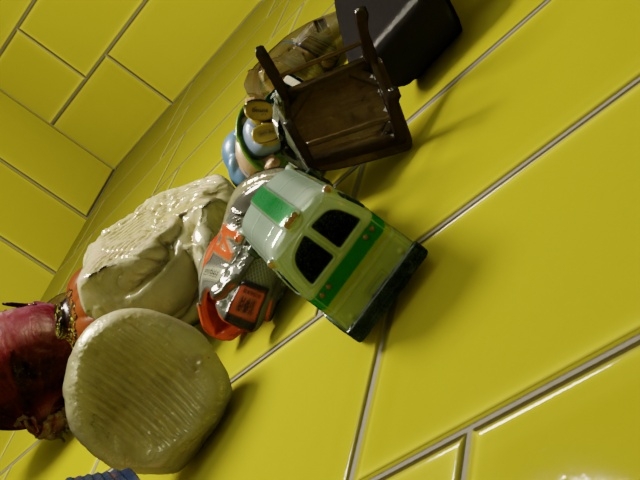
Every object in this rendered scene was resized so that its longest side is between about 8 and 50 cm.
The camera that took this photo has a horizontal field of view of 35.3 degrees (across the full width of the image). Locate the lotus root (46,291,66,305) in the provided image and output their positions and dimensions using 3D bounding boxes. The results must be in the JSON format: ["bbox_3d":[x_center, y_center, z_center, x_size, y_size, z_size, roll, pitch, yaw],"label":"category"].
[{"bbox_3d":[-0.638,0.244,2.425,0.275,0.152,0.160,-55,8,-10],"label":"lotus root"}]

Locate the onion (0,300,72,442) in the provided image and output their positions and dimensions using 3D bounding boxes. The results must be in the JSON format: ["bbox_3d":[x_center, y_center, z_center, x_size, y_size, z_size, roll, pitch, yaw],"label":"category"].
[{"bbox_3d":[-0.600,0.289,2.071,0.347,0.347,0.285,-45,63,27],"label":"onion"}]

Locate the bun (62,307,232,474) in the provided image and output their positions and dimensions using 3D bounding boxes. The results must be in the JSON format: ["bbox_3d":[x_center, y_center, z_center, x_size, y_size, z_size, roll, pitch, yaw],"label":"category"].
[{"bbox_3d":[-0.238,0.206,1.364,0.231,0.231,0.133,-58,0,-12],"label":"bun"}]

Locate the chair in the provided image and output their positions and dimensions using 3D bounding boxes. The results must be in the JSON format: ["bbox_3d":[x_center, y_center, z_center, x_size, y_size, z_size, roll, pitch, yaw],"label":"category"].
[{"bbox_3d":[0.024,-0.164,1.420,0.186,0.160,0.319,-21,-22,1],"label":"chair"}]

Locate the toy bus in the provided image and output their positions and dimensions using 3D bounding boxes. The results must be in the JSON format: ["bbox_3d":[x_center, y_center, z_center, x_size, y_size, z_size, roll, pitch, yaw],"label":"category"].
[{"bbox_3d":[0.000,0.000,1.193,0.134,0.164,0.276,-53,18,0],"label":"toy bus"}]

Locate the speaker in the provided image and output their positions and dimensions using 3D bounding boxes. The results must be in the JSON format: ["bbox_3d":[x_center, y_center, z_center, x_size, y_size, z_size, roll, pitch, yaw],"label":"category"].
[{"bbox_3d":[0.144,-0.377,1.619,0.180,0.184,0.388,-47,29,27],"label":"speaker"}]

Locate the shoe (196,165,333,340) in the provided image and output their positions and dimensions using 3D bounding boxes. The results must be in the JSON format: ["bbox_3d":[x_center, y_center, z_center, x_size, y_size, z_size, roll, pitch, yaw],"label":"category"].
[{"bbox_3d":[-0.094,0.039,1.410,0.336,0.132,0.171,-50,24,46],"label":"shoe"}]

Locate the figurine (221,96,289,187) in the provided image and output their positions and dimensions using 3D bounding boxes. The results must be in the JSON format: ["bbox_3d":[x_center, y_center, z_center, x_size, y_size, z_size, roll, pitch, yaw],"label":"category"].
[{"bbox_3d":[-0.091,-0.154,1.686,0.143,0.162,0.263,-21,-12,-8],"label":"figurine"}]

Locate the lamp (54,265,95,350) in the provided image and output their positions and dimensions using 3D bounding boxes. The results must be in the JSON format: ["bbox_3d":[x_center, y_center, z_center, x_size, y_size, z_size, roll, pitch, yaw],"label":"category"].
[{"bbox_3d":[-0.413,0.145,1.946,0.223,0.196,0.223,175,90,-65],"label":"lamp"}]

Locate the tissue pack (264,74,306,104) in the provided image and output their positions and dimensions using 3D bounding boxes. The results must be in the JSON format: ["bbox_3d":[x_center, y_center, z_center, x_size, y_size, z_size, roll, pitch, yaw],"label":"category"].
[{"bbox_3d":[-0.033,-0.244,1.846,0.090,0.103,0.170,-53,18,6],"label":"tissue pack"}]

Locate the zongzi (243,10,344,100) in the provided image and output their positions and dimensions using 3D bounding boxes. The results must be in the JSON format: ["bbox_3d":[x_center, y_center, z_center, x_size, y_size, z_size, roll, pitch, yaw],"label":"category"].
[{"bbox_3d":[-0.025,-0.397,2.118,0.289,0.123,0.260,-46,14,-6],"label":"zongzi"}]

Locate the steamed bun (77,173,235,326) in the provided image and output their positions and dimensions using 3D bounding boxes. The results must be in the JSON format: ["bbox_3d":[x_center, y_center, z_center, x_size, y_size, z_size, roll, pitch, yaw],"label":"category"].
[{"bbox_3d":[-0.249,0.047,1.698,0.320,0.206,0.275,-29,24,-11],"label":"steamed bun"}]

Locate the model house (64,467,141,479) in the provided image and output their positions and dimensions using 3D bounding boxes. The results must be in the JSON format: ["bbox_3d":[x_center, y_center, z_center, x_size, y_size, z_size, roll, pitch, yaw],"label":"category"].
[{"bbox_3d":[-0.254,0.358,1.166,0.183,0.172,0.166,-59,19,-13],"label":"model house"}]
